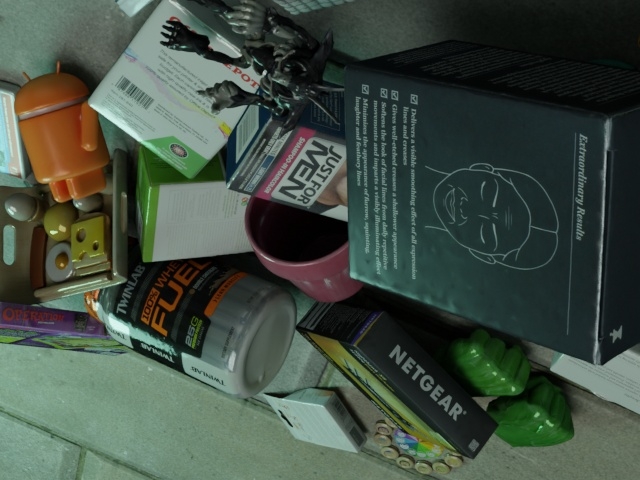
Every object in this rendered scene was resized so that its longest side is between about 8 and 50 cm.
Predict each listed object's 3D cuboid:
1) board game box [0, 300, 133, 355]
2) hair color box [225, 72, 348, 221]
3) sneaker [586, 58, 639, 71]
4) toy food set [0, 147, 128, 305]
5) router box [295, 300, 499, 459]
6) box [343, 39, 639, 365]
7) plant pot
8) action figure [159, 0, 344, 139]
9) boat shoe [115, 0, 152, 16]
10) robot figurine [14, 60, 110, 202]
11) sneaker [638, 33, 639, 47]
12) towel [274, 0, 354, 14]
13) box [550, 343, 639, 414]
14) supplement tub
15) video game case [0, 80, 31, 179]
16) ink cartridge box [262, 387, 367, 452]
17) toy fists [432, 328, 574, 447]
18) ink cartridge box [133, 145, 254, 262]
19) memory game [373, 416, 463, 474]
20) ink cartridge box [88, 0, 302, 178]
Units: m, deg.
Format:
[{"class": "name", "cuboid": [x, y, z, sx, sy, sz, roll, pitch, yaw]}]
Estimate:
[{"class": "board game box", "cuboid": [-0.480, 0.167, 2.269, 0.347, 0.056, 0.208, 11, 167, -38]}, {"class": "hair color box", "cuboid": [0.055, -0.116, 1.760, 0.347, 0.105, 0.174, 14, 142, -20]}, {"class": "sneaker", "cuboid": [0.391, -0.141, 1.596, 0.295, 0.178, 0.123, 44, 134, 27]}, {"class": "toy food set", "cuboid": [-0.448, -0.020, 2.090, 0.306, 0.219, 0.092, -13, 163, 35]}, {"class": "router box", "cuboid": [0.128, 0.233, 2.100, 0.309, 0.081, 0.243, 45, 165, -20]}, {"class": "box", "cuboid": [0.239, -0.065, 1.494, 0.396, 0.212, 0.293, 20, 119, 43]}, {"class": "plant pot", "cuboid": [0.000, 0.000, 1.938, 0.201, 0.201, 0.180, 5, 150, 21]}, {"class": "action figure", "cuboid": [-0.093, -0.235, 1.570, 0.276, 0.141, 0.164, 33, 112, 26]}, {"class": "boat shoe", "cuboid": [-0.218, -0.411, 1.682, 0.094, 0.109, 0.302, 43, 138, -16]}, {"class": "robot figurine", "cuboid": [-0.415, -0.175, 1.969, 0.128, 0.158, 0.219, -18, 100, -10]}, {"class": "sneaker", "cuboid": [0.485, -0.203, 1.575, 0.083, 0.084, 0.214, -15, 115, 39]}, {"class": "towel", "cuboid": [0.015, -0.387, 1.500, 0.235, 0.121, 0.284, -7, 172, 23]}, {"class": "box", "cuboid": [0.466, 0.143, 1.850, 0.181, 0.182, 0.119, 26, 136, -1]}, {"class": "supplement tub", "cuboid": [-0.228, 0.123, 2.119, 0.338, 0.207, 0.207, 21, 139, 23]}, {"class": "video game case", "cuboid": [-0.648, -0.223, 2.134, 0.285, 0.025, 0.204, 17, 137, 10]}, {"class": "ink cartridge box", "cuboid": [-0.011, 0.347, 2.403, 0.179, 0.045, 0.145, 6, 138, 46]}, {"class": "toy fists", "cuboid": [0.327, 0.256, 2.096, 0.279, 0.096, 0.142, 45, 150, -20]}, {"class": "ink cartridge box", "cuboid": [-0.171, -0.066, 2.024, 0.255, 0.097, 0.188, -5, 140, -17]}, {"class": "memory game", "cuboid": [0.190, 0.394, 2.360, 0.186, 0.012, 0.186, 14, 137, 13]}, {"class": "ink cartridge box", "cuboid": [-0.188, -0.250, 1.817, 0.201, 0.117, 0.278, 37, 136, -12]}]
